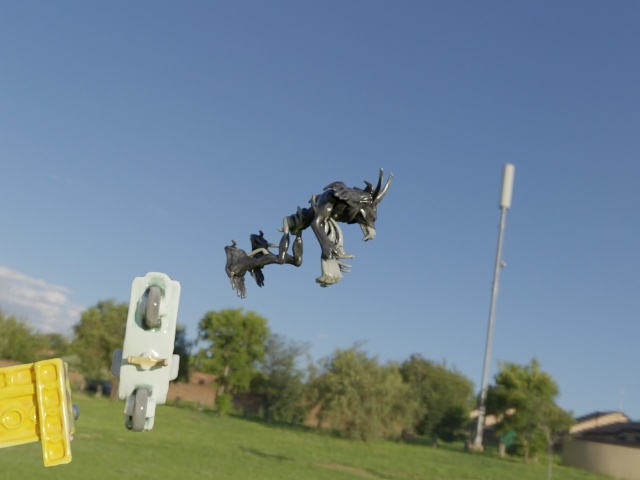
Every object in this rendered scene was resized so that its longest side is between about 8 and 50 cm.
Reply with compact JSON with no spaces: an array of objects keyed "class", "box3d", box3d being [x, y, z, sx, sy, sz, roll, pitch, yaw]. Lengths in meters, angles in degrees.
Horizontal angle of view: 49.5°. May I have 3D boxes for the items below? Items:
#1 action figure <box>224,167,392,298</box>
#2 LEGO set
[{"class":"action figure","box3d":[0.000,0.000,1.047,0.275,0.141,0.164,-26,-6,20]},{"class":"LEGO set","box3d":[-0.217,0.053,0.346,0.286,0.132,0.107,15,-17,-9]}]
